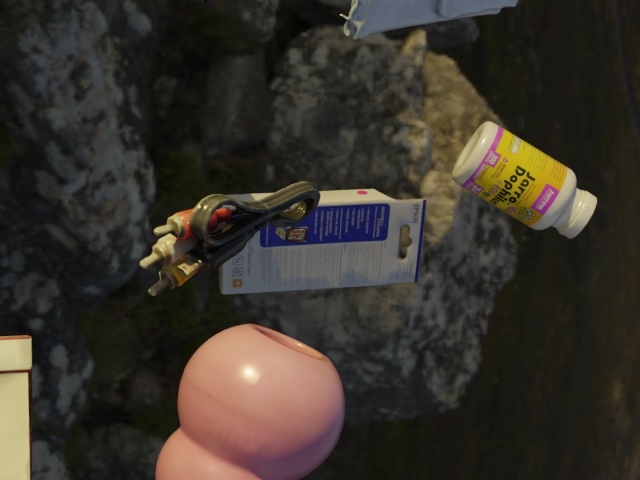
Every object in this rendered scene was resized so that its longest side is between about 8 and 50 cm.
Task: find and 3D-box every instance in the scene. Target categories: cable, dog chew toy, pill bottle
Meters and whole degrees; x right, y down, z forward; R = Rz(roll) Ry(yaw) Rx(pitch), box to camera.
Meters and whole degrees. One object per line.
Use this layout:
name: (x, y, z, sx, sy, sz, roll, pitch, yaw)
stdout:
cable: (-0.103, -0.036, 1.235, 0.287, 0.072, 0.139, -36, 152, -43)
dog chew toy: (-0.106, 0.274, 1.202, 0.207, 0.207, 0.331, 25, 90, -55)
pill bottle: (0.126, -0.035, 0.604, 0.043, 0.083, 0.043, -60, -176, 7)

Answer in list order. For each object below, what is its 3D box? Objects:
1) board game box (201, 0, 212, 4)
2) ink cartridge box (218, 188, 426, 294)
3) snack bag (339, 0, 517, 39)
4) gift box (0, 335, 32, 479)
board game box: (-0.242, -0.437, 1.380, 0.056, 0.347, 0.208, -38, 115, -5)
ink cartridge box: (0.000, 0.000, 1.777, 0.069, 0.371, 0.175, -111, -158, -61)
snack bag: (0.161, -0.375, 1.012, 0.342, 0.037, 0.323, -23, 135, -50)
gift box: (-0.481, 0.245, 1.187, 0.276, 0.255, 0.258, 3, 58, -21)
